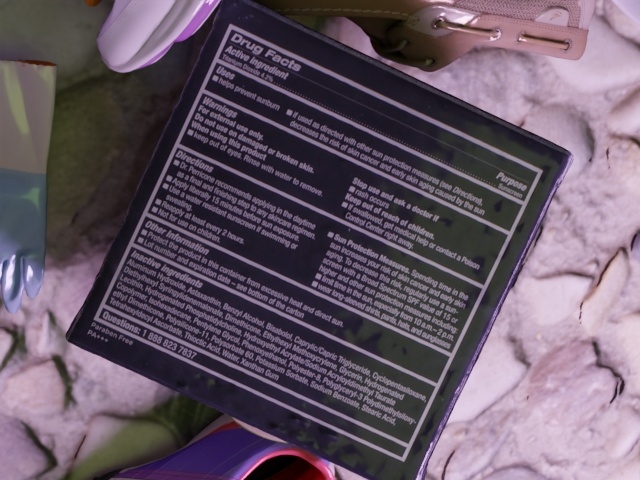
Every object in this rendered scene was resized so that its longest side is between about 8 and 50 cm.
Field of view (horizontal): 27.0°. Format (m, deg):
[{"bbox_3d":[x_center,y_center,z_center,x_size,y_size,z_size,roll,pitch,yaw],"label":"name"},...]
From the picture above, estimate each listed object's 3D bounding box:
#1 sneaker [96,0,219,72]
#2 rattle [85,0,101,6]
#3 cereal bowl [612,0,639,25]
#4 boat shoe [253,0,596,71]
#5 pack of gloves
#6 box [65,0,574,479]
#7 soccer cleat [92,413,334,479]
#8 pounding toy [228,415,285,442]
[{"bbox_3d":[-0.103,-0.261,0.931,0.152,0.114,0.305,26,118,-11],"label":"sneaker"},{"bbox_3d":[-0.229,-0.288,0.984,0.200,0.130,0.142,18,122,-26],"label":"rattle"},{"bbox_3d":[0.381,-0.312,1.084,0.339,0.141,0.339,9,139,8],"label":"cereal bowl"},{"bbox_3d":[0.095,-0.197,1.146,0.341,0.121,0.110,-3,112,-22],"label":"boat shoe"},{"bbox_3d":[-0.320,-0.048,1.094,0.195,0.046,0.232,5,112,-8],"label":"pack of gloves"},{"bbox_3d":[0.000,0.000,1.081,0.296,0.183,0.294,25,94,-2],"label":"box"},{"bbox_3d":[-0.134,0.259,1.245,0.318,0.116,0.108,-30,119,-8],"label":"soccer cleat"},{"bbox_3d":[-0.034,0.066,1.231,0.183,0.110,0.236,-31,92,0],"label":"pounding toy"}]
